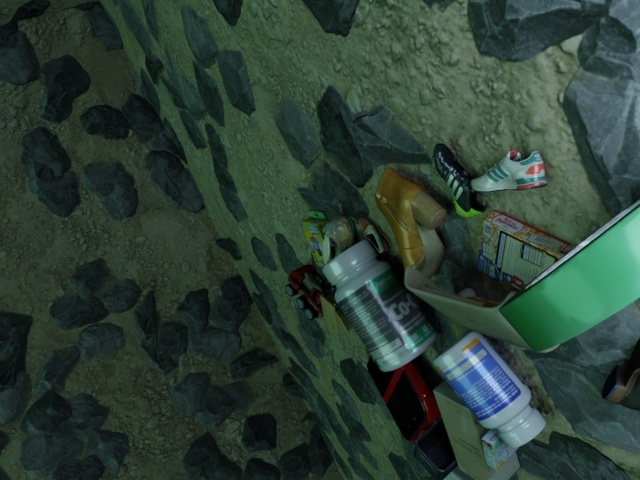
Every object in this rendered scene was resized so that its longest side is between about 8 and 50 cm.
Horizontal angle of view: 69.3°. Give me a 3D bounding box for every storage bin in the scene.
[{"bbox_3d":[0.403,0.663,1.496,0.122,0.180,0.085,41,150,36],"label":"storage bin"}]

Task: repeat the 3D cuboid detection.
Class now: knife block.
[{"bbox_3d":[0.053,0.238,1.820,0.242,0.088,0.275,60,156,3],"label":"knife block"}]

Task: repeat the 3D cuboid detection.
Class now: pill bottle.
[{"bbox_3d":[0.171,0.192,1.403,0.361,0.204,0.204,56,155,8],"label":"pill bottle"},{"bbox_3d":[0.426,0.371,1.169,0.272,0.152,0.152,53,155,17],"label":"pill bottle"}]

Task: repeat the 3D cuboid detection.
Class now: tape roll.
[{"bbox_3d":[0.399,0.026,0.640,0.077,0.321,0.321,51,154,18],"label":"tape roll"}]

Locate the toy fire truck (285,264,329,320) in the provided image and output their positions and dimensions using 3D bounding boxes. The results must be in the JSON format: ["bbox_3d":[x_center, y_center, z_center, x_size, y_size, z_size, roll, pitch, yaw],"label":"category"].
[{"bbox_3d":[-0.043,0.181,1.893,0.217,0.158,0.247,47,141,28],"label":"toy fire truck"}]

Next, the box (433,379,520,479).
[{"bbox_3d":[0.454,0.546,1.342,0.148,0.121,0.311,9,124,59],"label":"box"}]

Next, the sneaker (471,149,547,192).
[{"bbox_3d":[0.357,-0.133,0.887,0.161,0.057,0.076,7,106,62],"label":"sneaker"}]

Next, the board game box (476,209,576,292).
[{"bbox_3d":[0.419,0.041,0.953,0.193,0.045,0.147,36,146,42],"label":"board game box"}]

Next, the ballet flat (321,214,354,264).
[{"bbox_3d":[0.067,0.076,1.584,0.123,0.123,0.349,34,145,45],"label":"ballet flat"}]

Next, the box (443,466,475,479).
[{"bbox_3d":[0.474,0.803,1.620,0.170,0.091,0.130,32,144,46],"label":"box"}]

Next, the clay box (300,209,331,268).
[{"bbox_3d":[0.000,0.000,1.702,0.127,0.053,0.222,12,128,58],"label":"clay box"}]

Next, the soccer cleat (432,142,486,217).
[{"bbox_3d":[0.299,-0.131,0.989,0.072,0.060,0.179,-7,118,55],"label":"soccer cleat"}]

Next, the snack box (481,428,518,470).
[{"bbox_3d":[0.490,0.523,1.225,0.037,0.141,0.100,18,132,55],"label":"snack box"}]

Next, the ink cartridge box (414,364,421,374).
[{"bbox_3d":[0.327,0.464,1.610,0.115,0.029,0.063,28,139,48],"label":"ink cartridge box"}]

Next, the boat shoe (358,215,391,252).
[{"bbox_3d":[0.156,-0.019,1.394,0.137,0.043,0.049,51,156,22],"label":"boat shoe"}]

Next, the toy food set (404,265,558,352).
[{"bbox_3d":[0.362,0.142,1.058,0.219,0.093,0.306,35,167,-30],"label":"toy food set"}]

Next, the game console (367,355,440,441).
[{"bbox_3d":[0.284,0.519,1.658,0.387,0.060,0.342,95,152,-53],"label":"game console"}]

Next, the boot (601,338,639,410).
[{"bbox_3d":[0.601,0.234,0.812,0.106,0.082,0.219,25,139,18],"label":"boot"}]

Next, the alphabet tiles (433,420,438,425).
[{"bbox_3d":[0.358,0.679,1.794,0.284,0.021,0.278,48,152,27],"label":"alphabet tiles"}]

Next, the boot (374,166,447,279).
[{"bbox_3d":[0.221,-0.031,1.210,0.211,0.104,0.295,47,148,39],"label":"boot"}]
